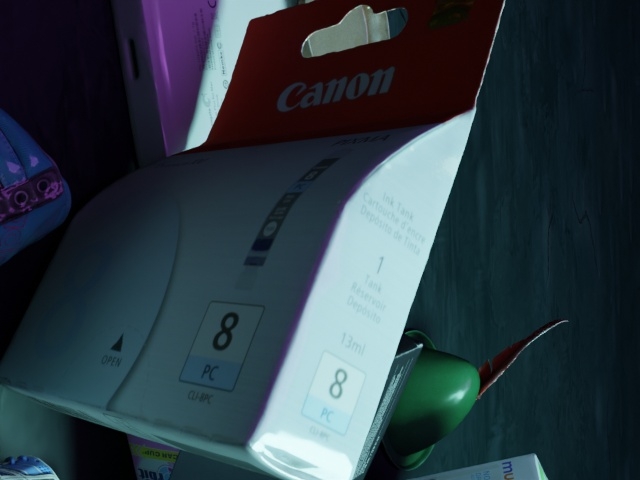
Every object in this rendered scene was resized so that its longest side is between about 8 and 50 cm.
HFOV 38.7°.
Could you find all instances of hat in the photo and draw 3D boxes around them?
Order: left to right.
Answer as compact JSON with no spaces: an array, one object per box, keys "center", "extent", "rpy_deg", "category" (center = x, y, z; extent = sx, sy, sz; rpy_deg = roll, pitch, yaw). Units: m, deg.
[{"center":[0.193,0.195,1.155],"extent":[0.173,0.184,0.208],"rpy_deg":[15,77,-55],"category":"hat"}]

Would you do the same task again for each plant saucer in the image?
[{"center":[0.022,-0.226,0.979],"extent":[0.168,0.029,0.168],"rpy_deg":[0,89,-56],"category":"plant saucer"}]

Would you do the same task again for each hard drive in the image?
[{"center":[-0.074,-0.186,0.897],"extent":[0.307,0.040,0.203],"rpy_deg":[-21,106,-55],"category":"hard drive"}]

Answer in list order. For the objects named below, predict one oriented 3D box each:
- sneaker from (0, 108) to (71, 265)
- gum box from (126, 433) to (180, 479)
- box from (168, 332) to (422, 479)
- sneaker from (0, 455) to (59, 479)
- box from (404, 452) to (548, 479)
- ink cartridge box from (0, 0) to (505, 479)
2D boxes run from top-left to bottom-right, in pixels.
[{"center":[-0.231,0.024,0.563],"extent":[0.178,0.124,0.295],"rpy_deg":[-17,89,-51],"category":"sneaker"},{"center":[-0.093,0.140,0.836],"extent":[0.188,0.062,0.107],"rpy_deg":[-30,115,-53],"category":"gum box"},{"center":[-0.036,0.190,0.744],"extent":[0.184,0.103,0.261],"rpy_deg":[-11,126,-66],"category":"box"},{"center":[-0.235,0.187,0.629],"extent":[0.211,0.080,0.081],"rpy_deg":[45,27,-43],"category":"sneaker"},{"center":[0.150,0.384,0.970],"extent":[0.262,0.231,0.126],"rpy_deg":[-83,154,-57],"category":"box"},{"center":[-0.050,-0.047,0.640],"extent":[0.091,0.308,0.385],"rpy_deg":[33,68,-37],"category":"ink cartridge box"}]
